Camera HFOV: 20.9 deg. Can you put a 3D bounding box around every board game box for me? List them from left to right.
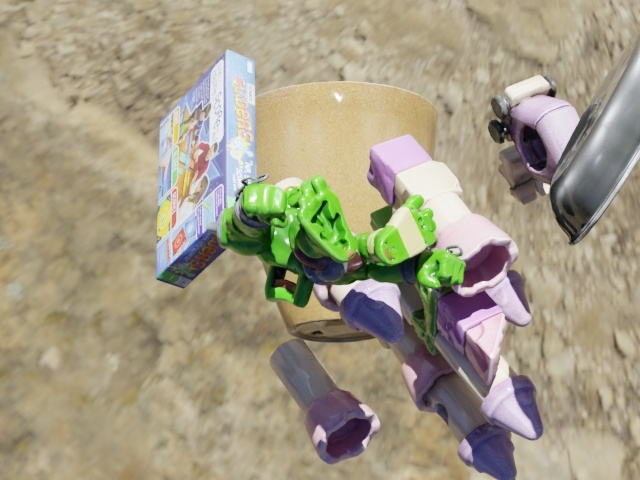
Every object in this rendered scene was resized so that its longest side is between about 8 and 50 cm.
[{"bbox_3d":[-0.113,-0.071,1.712,0.035,0.201,0.136,20,139,-28],"label":"board game box"}]

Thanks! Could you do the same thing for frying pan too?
[{"bbox_3d":[0.259,-0.141,1.303,0.053,0.197,0.326,29,107,1],"label":"frying pan"}]

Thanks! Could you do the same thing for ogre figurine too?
[{"bbox_3d":[0.000,0.000,1.292,0.118,0.197,0.097,-10,86,50],"label":"ogre figurine"}]

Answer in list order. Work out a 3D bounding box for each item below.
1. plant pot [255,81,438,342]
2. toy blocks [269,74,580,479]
[{"bbox_3d":[0.021,-0.021,1.960,0.237,0.237,0.254,-4,73,8],"label":"plant pot"},{"bbox_3d":[0.138,0.069,1.547,0.309,0.260,0.288,-23,141,-20],"label":"toy blocks"}]
